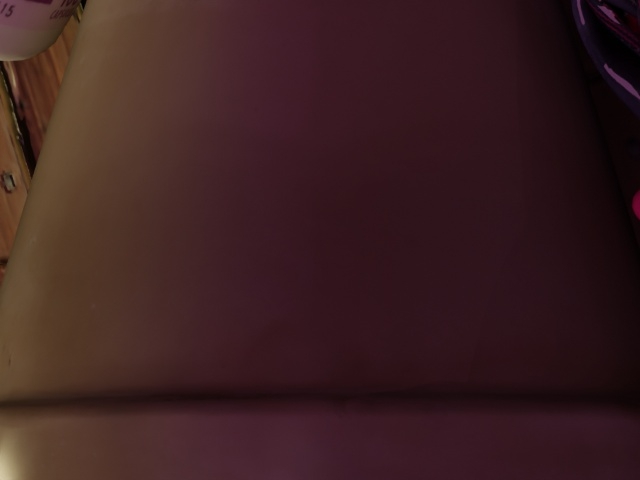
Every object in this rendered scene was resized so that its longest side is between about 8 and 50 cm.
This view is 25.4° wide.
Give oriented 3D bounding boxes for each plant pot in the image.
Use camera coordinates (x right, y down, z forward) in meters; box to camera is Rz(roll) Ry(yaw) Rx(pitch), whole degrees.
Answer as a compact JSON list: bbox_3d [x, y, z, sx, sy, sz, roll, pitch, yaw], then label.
[{"bbox_3d":[0.000,0.000,0.616,0.323,0.323,0.280,-5,80,21],"label":"plant pot"}]

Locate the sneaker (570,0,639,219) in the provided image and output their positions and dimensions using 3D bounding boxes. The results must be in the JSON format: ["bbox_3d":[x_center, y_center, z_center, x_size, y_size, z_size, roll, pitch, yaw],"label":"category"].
[{"bbox_3d":[0.142,-0.141,0.569,0.112,0.121,0.299,-15,65,-1],"label":"sneaker"}]

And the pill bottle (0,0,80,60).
[{"bbox_3d":[-0.130,-0.251,0.675,0.169,0.169,0.301,39,109,11],"label":"pill bottle"}]
